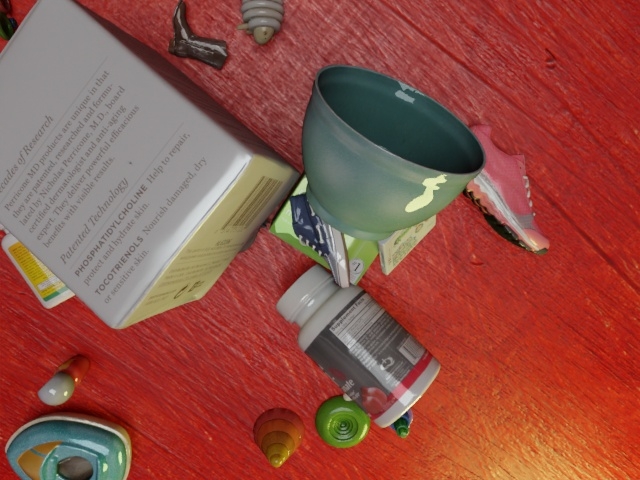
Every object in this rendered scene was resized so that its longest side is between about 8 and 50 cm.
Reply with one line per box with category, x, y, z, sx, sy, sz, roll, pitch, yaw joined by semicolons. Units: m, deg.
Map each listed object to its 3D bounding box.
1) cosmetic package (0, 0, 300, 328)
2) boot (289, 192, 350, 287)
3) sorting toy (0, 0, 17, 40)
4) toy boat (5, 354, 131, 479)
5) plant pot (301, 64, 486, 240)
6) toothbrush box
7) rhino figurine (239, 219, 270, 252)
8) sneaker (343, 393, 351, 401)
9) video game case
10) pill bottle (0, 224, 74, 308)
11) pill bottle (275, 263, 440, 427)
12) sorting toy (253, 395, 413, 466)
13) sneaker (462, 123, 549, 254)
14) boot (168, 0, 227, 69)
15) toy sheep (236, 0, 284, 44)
cosmetic package;-0.306;-0.124;0.906;0.394;0.329;0.327;41;99;6
boot;0.000;0.000;0.997;0.086;0.069;0.189;-11;94;8
sorting toy;-0.610;-0.420;1.011;0.042;0.061;0.101;-10;79;1
toy boat;-0.545;0.410;1.145;0.268;0.148;0.317;4;102;-2
plant pot;0.090;-0.124;0.881;0.293;0.293;0.196;23;126;-6
toothbrush box;0.059;-0.089;1.070;0.206;0.122;0.283;33;98;-8
rhino figurine;-0.194;-0.016;1.101;0.243;0.073;0.106;-33;95;8
sneaker;0.092;0.280;1.189;0.075;0.057;0.161;42;100;8
video game case;0.175;-0.016;1.064;0.019;0.143;0.157;39;76;25
pill bottle;-0.556;0.021;1.077;0.118;0.117;0.208;-29;101;4
pill bottle;0.067;0.200;1.078;0.318;0.176;0.176;43;98;10
sorting toy;0.027;0.430;1.177;0.366;0.126;0.126;-11;102;1
sneaker;0.378;-0.103;1.079;0.136;0.116;0.314;-43;100;6
boot;-0.228;-0.396;1.038;0.114;0.037;0.106;15;114;-2
toy sheep;-0.111;-0.436;1.011;0.091;0.091;0.131;-1;97;-1
